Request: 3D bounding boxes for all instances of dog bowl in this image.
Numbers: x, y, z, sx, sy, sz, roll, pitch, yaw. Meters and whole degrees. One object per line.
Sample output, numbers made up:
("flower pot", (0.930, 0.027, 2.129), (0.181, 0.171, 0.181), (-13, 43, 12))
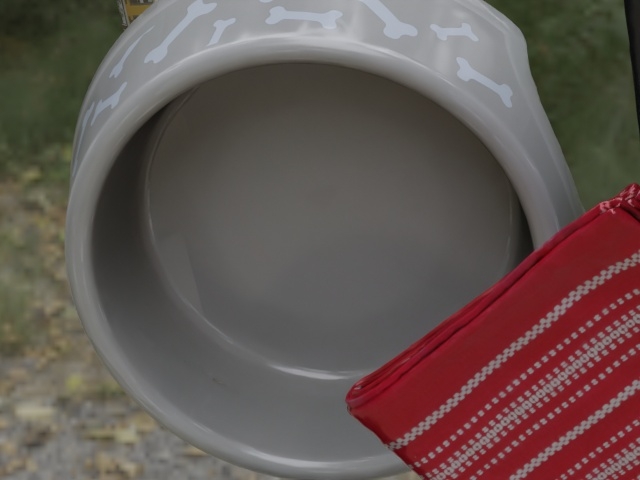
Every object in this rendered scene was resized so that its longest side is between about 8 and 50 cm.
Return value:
("dog bowl", (0.000, 0.000, 1.131), (0.348, 0.349, 0.102), (6, 28, 6))

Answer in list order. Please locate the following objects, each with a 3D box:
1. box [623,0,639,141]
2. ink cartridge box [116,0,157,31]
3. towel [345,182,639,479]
("box", (0.394, -0.176, 0.924), (0.297, 0.472, 0.480), (19, 55, 33))
("ink cartridge box", (-0.073, -0.175, 1.367), (0.130, 0.309, 0.272), (-15, 10, -13))
("towel", (0.170, 0.117, 0.927), (0.275, 0.199, 0.031), (44, 27, -15))
